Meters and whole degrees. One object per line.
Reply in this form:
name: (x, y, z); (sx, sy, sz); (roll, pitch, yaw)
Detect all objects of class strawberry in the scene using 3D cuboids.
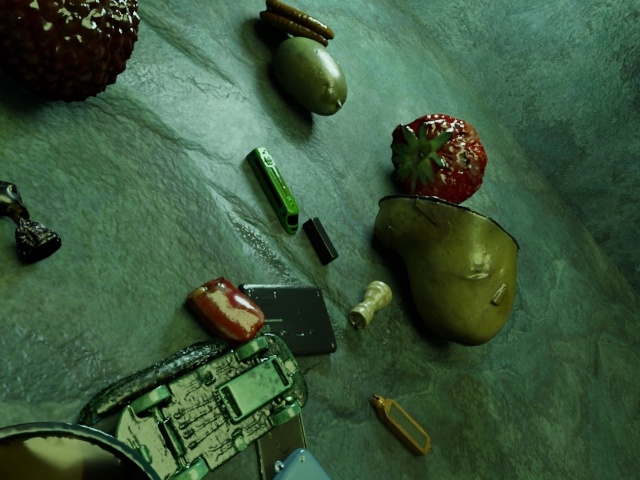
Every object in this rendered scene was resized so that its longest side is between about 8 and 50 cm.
strawberry: (0.385, -0.236, 1.602); (0.310, 0.292, 0.291); (-10, 70, -33)

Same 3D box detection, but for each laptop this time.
laptop: (-0.061, 0.154, 1.040); (0.207, 0.026, 0.153); (8, 58, -43)

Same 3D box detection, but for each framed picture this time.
framed picture: (-0.066, 0.345, 0.906); (0.109, 0.011, 0.149); (12, 54, -42)

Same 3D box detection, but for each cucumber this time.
cucumber: (-0.244, 0.205, 0.795); (0.257, 0.043, 0.044); (-21, 74, -51)

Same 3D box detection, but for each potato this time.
potato: (0.301, 0.086, 1.322); (0.397, 0.290, 0.295); (23, 74, -9)
potato: (-0.020, -0.437, 1.420); (0.174, 0.159, 0.251); (-32, 71, -26)

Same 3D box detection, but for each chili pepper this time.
chili pepper: (-0.142, 0.144, 0.918); (0.086, 0.084, 0.192); (-44, 96, -18)

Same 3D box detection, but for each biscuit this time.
biscuit: (-0.066, -0.612, 1.492); (0.221, 0.066, 0.220); (25, 16, -7)

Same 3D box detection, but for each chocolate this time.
chocolate: (-0.438, -0.039, 0.753); (0.147, 0.070, 0.072); (54, 10, -3)

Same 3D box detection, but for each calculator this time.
calculator: (-0.012, 0.441, 0.859); (0.210, 0.039, 0.121); (53, 40, -8)

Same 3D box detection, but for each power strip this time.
power strip: (0.000, 0.000, 1.209); (0.029, 0.038, 0.111); (-17, 77, -52)
power strip: (0.168, 0.387, 1.109); (0.178, 0.028, 0.049); (47, 39, -11)

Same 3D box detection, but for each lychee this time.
lychee: (-0.434, -0.354, 0.842); (0.264, 0.300, 0.264); (43, -5, 5)

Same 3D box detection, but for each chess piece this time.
chess piece: (0.113, 0.151, 1.202); (0.066, 0.066, 0.122); (51, 43, -5)

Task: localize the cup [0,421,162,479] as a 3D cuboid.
cup: (-0.309, 0.328, 0.431); (0.242, 0.292, 0.308); (52, 39, -4)

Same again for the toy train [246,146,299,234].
toy train: (-0.096, -0.114, 1.187); (0.044, 0.042, 0.209); (-19, 77, -51)

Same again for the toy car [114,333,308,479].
toy car: (-0.160, 0.255, 0.781); (0.306, 0.125, 0.136); (-23, 79, -42)
